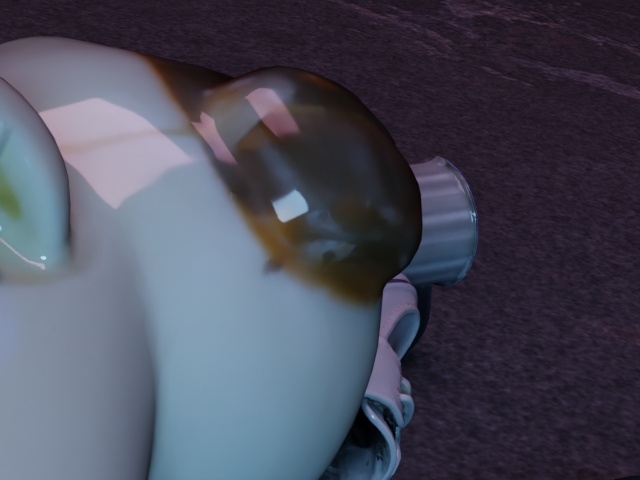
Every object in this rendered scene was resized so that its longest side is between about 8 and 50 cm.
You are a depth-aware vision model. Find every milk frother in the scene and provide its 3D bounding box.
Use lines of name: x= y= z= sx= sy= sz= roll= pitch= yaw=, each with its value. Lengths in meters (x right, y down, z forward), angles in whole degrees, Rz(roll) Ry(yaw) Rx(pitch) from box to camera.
milk frother: x=0.000 y=0.000 z=0.939 sx=0.134 sy=0.129 sz=0.143 roll=-7 pitch=34 yaw=-31

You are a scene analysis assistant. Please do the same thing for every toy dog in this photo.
toy dog: x=-0.125 y=0.062 z=0.470 sx=0.395 sy=0.285 sz=0.408 roll=32 pitch=37 yaw=12

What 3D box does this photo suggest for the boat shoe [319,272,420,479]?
boat shoe: x=0.004 y=0.090 z=0.765 sx=0.088 sy=0.096 sz=0.267 roll=23 pitch=25 yaw=18

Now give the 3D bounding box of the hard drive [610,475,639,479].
hard drive: x=0.163 y=0.189 z=0.647 sx=0.172 sy=0.054 sz=0.254 roll=-3 pitch=26 yaw=-32
